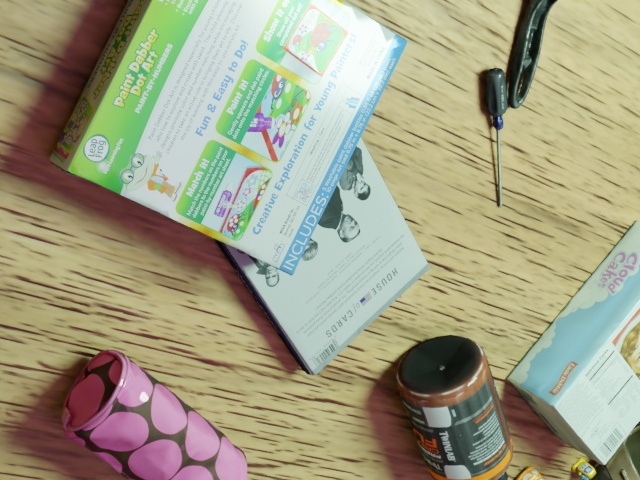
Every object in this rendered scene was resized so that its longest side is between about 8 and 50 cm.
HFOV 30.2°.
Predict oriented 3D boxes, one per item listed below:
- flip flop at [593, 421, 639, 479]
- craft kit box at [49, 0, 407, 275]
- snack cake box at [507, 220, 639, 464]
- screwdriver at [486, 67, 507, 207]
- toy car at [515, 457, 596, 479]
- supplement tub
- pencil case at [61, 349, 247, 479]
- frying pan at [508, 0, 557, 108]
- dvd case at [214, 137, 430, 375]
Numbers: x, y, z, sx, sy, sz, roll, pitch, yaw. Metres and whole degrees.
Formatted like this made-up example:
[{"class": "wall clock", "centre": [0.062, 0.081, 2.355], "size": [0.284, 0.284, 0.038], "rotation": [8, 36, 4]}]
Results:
[{"class": "flip flop", "centre": [0.398, 0.323, 1.571], "size": [0.080, 0.112, 0.277], "rotation": [6, 111, -31]}, {"class": "craft kit box", "centre": [-0.075, -0.126, 1.059], "size": [0.246, 0.061, 0.250], "rotation": [27, 89, -35]}, {"class": "snack cake box", "centre": [0.371, 0.126, 1.474], "size": [0.264, 0.089, 0.152], "rotation": [-49, 126, -9]}, {"class": "screwdriver", "centre": [0.196, -0.111, 1.302], "size": [0.025, 0.024, 0.170], "rotation": [-52, 143, -43]}, {"class": "toy car", "centre": [0.308, 0.305, 1.535], "size": [0.122, 0.040, 0.060], "rotation": [-26, 122, -23]}, {"class": "supplement tub", "centre": [0.159, 0.211, 1.350], "size": [0.106, 0.106, 0.198], "rotation": [-33, 124, -19]}, {"class": "pencil case", "centre": [-0.160, 0.195, 1.136], "size": [0.098, 0.095, 0.209], "rotation": [-39, 126, 4]}, {"class": "frying pan", "centre": [0.229, -0.316, 1.223], "size": [0.197, 0.053, 0.326], "rotation": [26, 90, -38]}, {"class": "dvd case", "centre": [0.000, 0.000, 1.201], "size": [0.179, 0.029, 0.238], "rotation": [-41, 127, -14]}]
